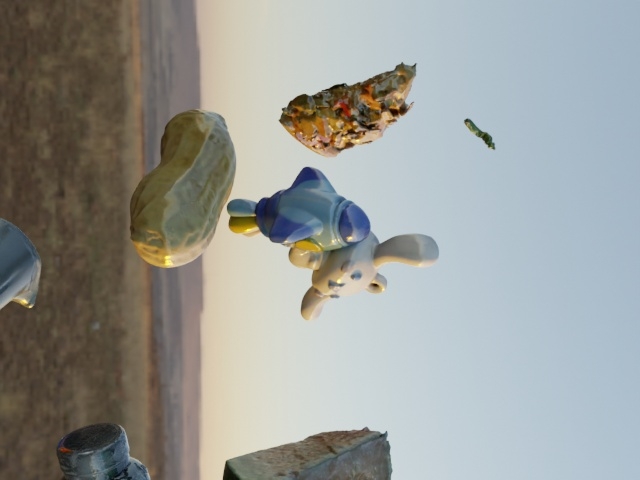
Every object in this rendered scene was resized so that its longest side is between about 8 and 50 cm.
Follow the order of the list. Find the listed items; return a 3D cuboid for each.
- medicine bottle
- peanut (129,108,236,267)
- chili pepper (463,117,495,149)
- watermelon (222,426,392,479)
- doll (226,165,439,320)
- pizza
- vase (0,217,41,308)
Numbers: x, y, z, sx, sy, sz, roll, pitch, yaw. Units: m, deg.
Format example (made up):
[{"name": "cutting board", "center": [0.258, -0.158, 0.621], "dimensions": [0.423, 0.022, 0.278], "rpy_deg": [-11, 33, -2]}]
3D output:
[{"name": "medicine bottle", "center": [-0.308, 0.421, 1.481], "dimensions": [0.141, 0.141, 0.293], "rpy_deg": [-118, -161, -73]}, {"name": "peanut", "center": [-0.213, -0.090, 1.581], "dimensions": [0.147, 0.147, 0.306], "rpy_deg": [102, 6, -56]}, {"name": "chili pepper", "center": [0.308, -0.205, 1.939], "dimensions": [0.022, 0.083, 0.027], "rpy_deg": [-50, -174, -13]}, {"name": "watermelon", "center": [-0.036, 0.402, 1.326], "dimensions": [0.302, 0.151, 0.264], "rpy_deg": [-19, 106, -51]}, {"name": "doll", "center": [0.000, 0.005, 2.082], "dimensions": [0.376, 0.365, 0.187], "rpy_deg": [-39, -157, 23]}, {"name": "pizza", "center": [0.055, -0.186, 1.527], "dimensions": [0.147, 0.226, 0.069], "rpy_deg": [57, 25, -53]}, {"name": "vase", "center": [-0.578, 0.069, 1.584], "dimensions": [0.251, 0.156, 0.301], "rpy_deg": [59, 17, -18]}]
